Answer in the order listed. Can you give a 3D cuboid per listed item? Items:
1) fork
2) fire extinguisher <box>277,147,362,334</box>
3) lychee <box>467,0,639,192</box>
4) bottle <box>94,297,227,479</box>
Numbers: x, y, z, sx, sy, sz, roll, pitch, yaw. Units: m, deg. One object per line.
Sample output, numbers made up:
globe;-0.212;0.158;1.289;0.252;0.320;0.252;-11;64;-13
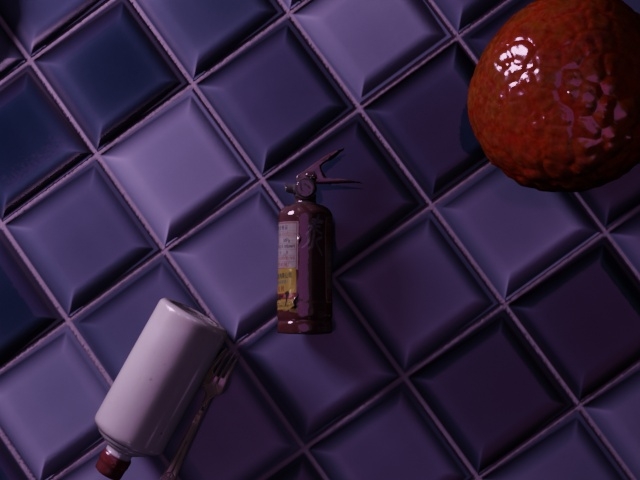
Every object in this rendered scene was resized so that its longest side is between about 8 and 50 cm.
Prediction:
fork;-0.172;0.247;1.428;0.034;0.028;0.219;28;89;2
fire extinguisher;-0.005;0.000;1.415;0.106;0.075;0.252;3;85;-23
lychee;0.305;-0.193;1.321;0.255;0.255;0.300;-35;51;2
bottle;-0.224;0.204;1.398;0.104;0.104;0.245;28;88;5
